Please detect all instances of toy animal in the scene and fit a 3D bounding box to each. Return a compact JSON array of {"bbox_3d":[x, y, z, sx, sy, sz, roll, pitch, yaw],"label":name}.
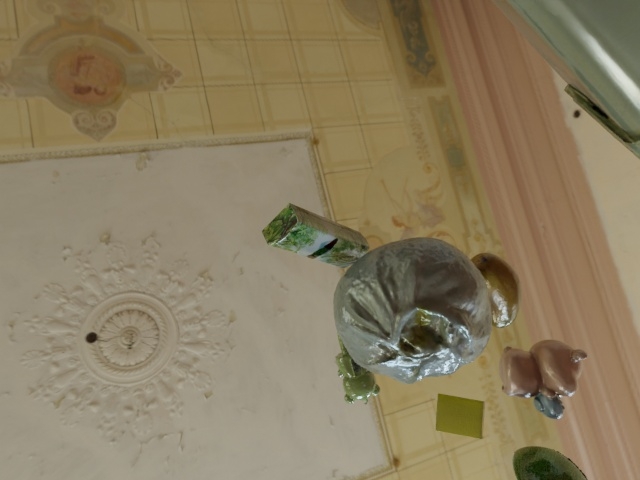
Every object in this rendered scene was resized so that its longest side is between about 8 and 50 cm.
[{"bbox_3d":[0.680,0.409,1.366,0.221,0.210,0.229,25,-100,20],"label":"toy animal"}]

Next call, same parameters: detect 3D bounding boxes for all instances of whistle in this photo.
[{"bbox_3d":[0.092,0.346,1.209,0.105,0.085,0.227,-16,-96,-9],"label":"whistle"}]

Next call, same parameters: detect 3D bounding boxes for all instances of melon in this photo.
[{"bbox_3d":[0.701,0.733,1.288,0.169,0.129,0.265,7,-144,-50],"label":"melon"}]

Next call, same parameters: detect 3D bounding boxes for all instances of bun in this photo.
[{"bbox_3d":[0.207,0.168,0.976,0.362,0.211,0.361,2,-66,4],"label":"bun"}]

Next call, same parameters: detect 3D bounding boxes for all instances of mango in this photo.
[{"bbox_3d":[0.465,0.134,1.159,0.227,0.136,0.099,66,-150,-17],"label":"mango"}]

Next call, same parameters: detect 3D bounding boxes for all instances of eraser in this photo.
[{"bbox_3d":[0.376,0.471,1.168,0.123,0.045,0.097,0,-109,25],"label":"eraser"}]

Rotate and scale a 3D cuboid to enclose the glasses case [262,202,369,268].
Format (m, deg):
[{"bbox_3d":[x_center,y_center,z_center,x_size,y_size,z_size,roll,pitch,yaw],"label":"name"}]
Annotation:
[{"bbox_3d":[0.000,0.000,0.985,0.272,0.095,0.062,18,-146,-49],"label":"glasses case"}]

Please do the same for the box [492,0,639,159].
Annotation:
[{"bbox_3d":[0.253,-0.290,0.427,0.344,0.177,0.352,43,-147,-6],"label":"box"}]
